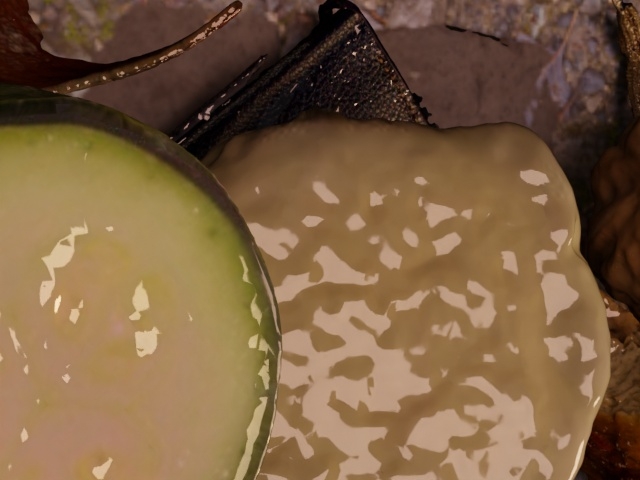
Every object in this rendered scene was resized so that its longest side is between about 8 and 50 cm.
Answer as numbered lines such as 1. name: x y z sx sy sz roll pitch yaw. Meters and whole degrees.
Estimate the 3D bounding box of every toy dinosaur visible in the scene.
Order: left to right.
1. toy dinosaur: -0.222 -0.209 1.127 0.207 0.113 0.327 -5 52 -48

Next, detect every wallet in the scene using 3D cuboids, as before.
1. wallet: 0.000 0.000 1.330 0.221 0.071 0.262 -44 116 -24

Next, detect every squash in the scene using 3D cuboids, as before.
1. squash: -0.215 0.042 1.032 0.263 0.384 0.263 -4 98 -30

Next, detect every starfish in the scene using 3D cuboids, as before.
1. starfish: 0.249 -0.145 1.459 0.133 0.041 0.130 -47 118 -6

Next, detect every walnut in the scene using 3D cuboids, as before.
1. walnut: 0.293 -0.003 1.408 0.245 0.198 0.198 34 76 -59

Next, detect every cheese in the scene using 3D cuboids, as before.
1. cheese: 0.028 0.060 1.196 0.318 0.115 0.326 39 71 -7

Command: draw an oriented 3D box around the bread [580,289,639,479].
1. bread: 0.249 0.153 1.388 0.109 0.185 0.380 -49 118 -16
